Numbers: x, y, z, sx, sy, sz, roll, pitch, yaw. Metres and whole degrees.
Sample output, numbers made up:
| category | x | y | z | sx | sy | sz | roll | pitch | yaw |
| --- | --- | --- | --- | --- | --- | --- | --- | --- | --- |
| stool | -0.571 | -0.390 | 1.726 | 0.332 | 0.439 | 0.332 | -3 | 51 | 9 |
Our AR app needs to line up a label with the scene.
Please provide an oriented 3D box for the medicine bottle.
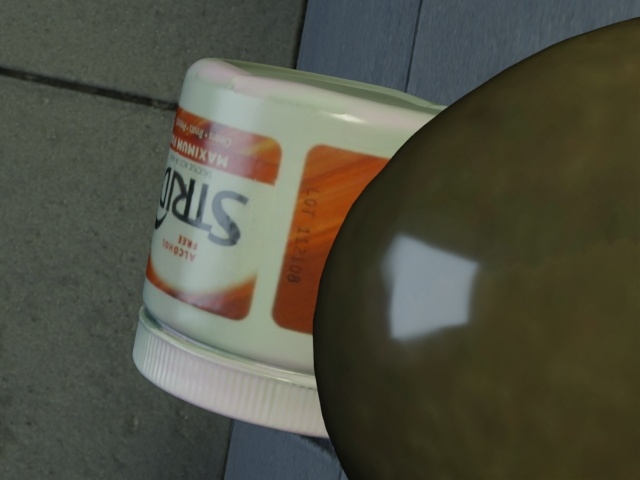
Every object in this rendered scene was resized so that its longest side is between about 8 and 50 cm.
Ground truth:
| category | x | y | z | sx | sy | sz | roll | pitch | yaw |
| --- | --- | --- | --- | --- | --- | --- | --- | --- | --- |
| medicine bottle | 0.000 | 0.000 | 1.153 | 0.252 | 0.252 | 0.241 | -124 | 45 | -78 |

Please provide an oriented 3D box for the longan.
| category | x | y | z | sx | sy | sz | roll | pitch | yaw |
| --- | --- | --- | --- | --- | --- | --- | --- | --- | --- |
| longan | 0.116 | 0.036 | 0.518 | 0.246 | 0.246 | 0.215 | 151 | 117 | -79 |
